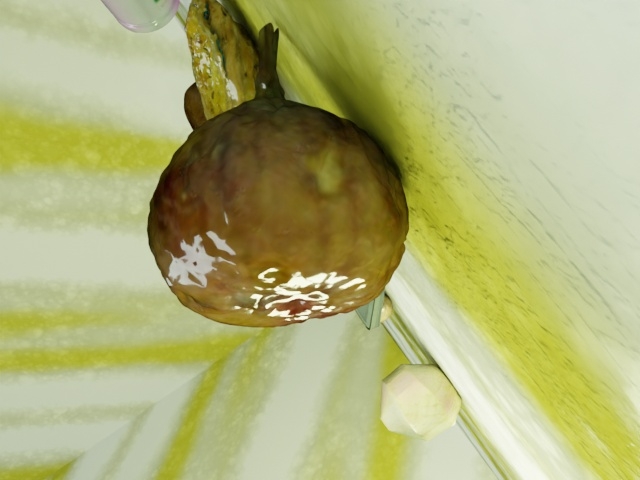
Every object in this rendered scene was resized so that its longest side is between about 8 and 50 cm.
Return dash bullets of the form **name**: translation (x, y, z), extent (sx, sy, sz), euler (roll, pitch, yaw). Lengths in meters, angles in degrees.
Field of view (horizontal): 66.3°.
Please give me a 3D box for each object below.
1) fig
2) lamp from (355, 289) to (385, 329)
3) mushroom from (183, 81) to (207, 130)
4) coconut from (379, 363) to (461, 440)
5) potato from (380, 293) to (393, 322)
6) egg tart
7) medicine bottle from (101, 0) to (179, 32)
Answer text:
- **fig**: translation (-0.040, -0.091, 0.569), extent (0.286, 0.287, 0.368), euler (60, -151, -68)
- **lamp**: translation (0.103, 0.109, 1.482), extent (0.269, 0.047, 0.266), euler (55, 162, 32)
- **mushroom**: translation (-0.296, -0.385, 1.603), extent (0.344, 0.239, 0.345), euler (72, -161, 0)
- **coconut**: translation (0.301, 0.511, 1.547), extent (0.259, 0.259, 0.259), euler (55, 178, 3)
- **potato**: translation (0.185, 0.222, 1.610), extent (0.112, 0.112, 0.147), euler (55, -178, 11)
- **egg tart**: translation (-0.160, -0.297, 0.886), extent (0.290, 0.107, 0.290), euler (52, 151, 44)
- **medicine bottle**: translation (-0.536, -0.740, 1.319), extent (0.212, 0.212, 0.325), euler (55, 179, 11)
